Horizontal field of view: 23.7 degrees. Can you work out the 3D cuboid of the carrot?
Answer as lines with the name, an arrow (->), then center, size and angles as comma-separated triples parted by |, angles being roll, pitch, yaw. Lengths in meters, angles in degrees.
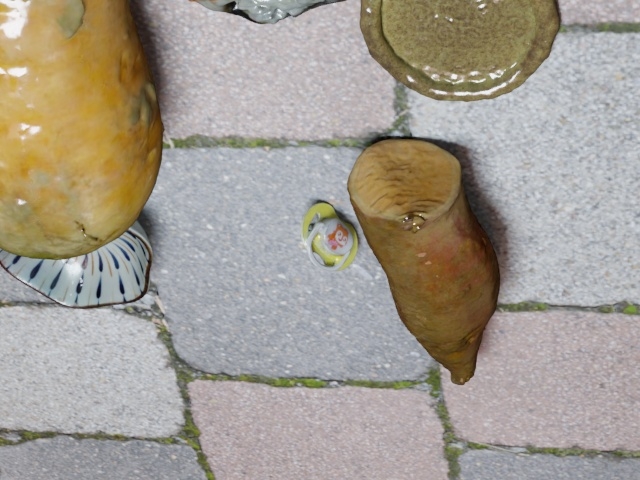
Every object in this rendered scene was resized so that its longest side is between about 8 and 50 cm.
carrot -> -0.267, -0.149, 1.455 | 0.224, 0.224, 0.340 | 4, 129, 9

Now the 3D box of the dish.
dish -> -0.270, -0.005, 1.717 | 0.191, 0.066, 0.190 | 7, 139, 6

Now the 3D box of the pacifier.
pacifier -> 0.000, 0.000, 1.668 | 0.083, 0.068, 0.064 | 42, 156, -29

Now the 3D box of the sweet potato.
sweet potato -> 0.133, 0.043, 1.632 | 0.131, 0.131, 0.336 | -7, 135, 20

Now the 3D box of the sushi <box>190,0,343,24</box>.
sushi -> 0.022, -0.273, 1.322 | 0.332, 0.124, 0.130 | -14, 141, 28

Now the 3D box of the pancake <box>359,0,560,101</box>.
pancake -> 0.130, -0.207, 1.441 | 0.199, 0.021, 0.199 | 6, 137, 5
